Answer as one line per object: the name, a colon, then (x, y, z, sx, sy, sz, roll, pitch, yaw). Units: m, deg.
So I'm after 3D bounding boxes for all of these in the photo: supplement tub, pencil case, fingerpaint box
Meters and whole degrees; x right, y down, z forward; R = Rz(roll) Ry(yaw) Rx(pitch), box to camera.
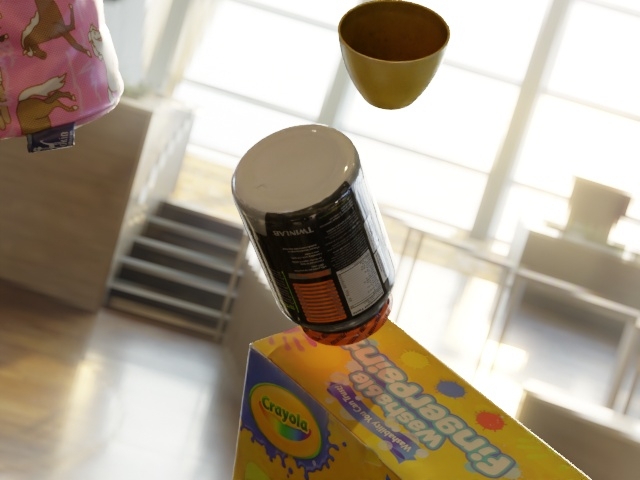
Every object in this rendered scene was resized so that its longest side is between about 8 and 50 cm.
supplement tub: (0.000, 0.000, 1.326, 0.117, 0.117, 0.190, 22, -32, 34)
pencil case: (-0.284, -0.262, 1.203, 0.160, 0.386, 0.167, -10, 22, 9)
fingerpaint box: (0.103, 0.335, 1.408, 0.163, 0.371, 0.445, -17, 38, -35)

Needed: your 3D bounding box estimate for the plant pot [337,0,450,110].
plant pot: (0.086, -0.214, 1.800, 0.134, 0.095, 0.134, 1, 42, -1)
